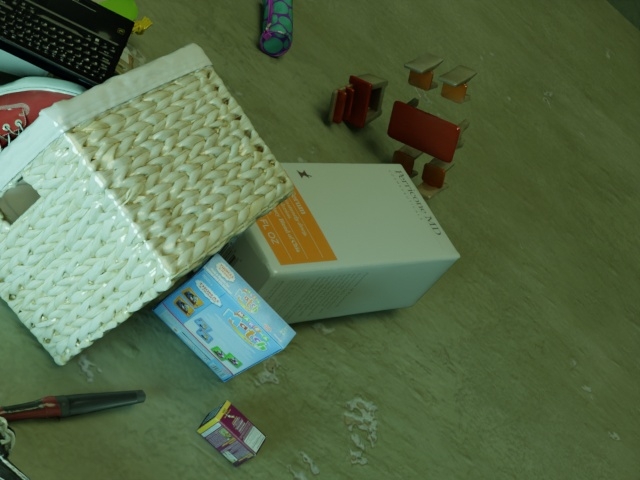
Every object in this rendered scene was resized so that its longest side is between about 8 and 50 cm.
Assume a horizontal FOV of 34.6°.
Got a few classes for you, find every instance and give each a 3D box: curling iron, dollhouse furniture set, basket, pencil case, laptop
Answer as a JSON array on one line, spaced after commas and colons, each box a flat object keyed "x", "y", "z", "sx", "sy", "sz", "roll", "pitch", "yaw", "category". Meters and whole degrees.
[{"x": -0.351, "y": 0.234, "z": 1.359, "sx": 0.274, "sy": 0.035, "sz": 0.068, "roll": -9, "pitch": 71, "yaw": -45, "category": "curling iron"}, {"x": 0.160, "y": -0.238, "z": 2.053, "sx": 0.259, "sy": 0.262, "sz": 0.135, "roll": 26, "pitch": 35, "yaw": 24, "category": "dollhouse furniture set"}, {"x": -0.273, "y": -0.053, "z": 1.431, "sx": 0.266, "sy": 0.328, "sz": 0.331, "roll": 53, "pitch": 39, "yaw": -4, "category": "basket"}, {"x": -0.090, "y": -0.451, "z": 2.102, "sx": 0.070, "sy": 0.065, "sz": 0.151, "roll": 48, "pitch": 31, "yaw": -45, "category": "pencil case"}, {"x": -0.393, "y": -0.321, "z": 1.493, "sx": 0.234, "sy": 0.136, "sz": 0.264, "roll": 26, "pitch": 51, "yaw": -17, "category": "laptop"}]

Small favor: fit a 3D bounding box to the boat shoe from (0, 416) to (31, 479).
[{"x": -0.414, "y": 0.244, "z": 1.206, "sx": 0.306, "sy": 0.113, "sz": 0.105, "roll": 30, "pitch": 59, "yaw": 1, "category": "boat shoe"}]

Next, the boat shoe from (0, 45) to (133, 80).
[{"x": -0.421, "y": -0.293, "z": 1.634, "sx": 0.302, "sy": 0.113, "sz": 0.103, "roll": -5, "pitch": 59, "yaw": -46, "category": "boat shoe"}]

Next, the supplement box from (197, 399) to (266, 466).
[{"x": -0.130, "y": 0.284, "z": 1.511, "sx": 0.083, "sy": 0.055, "sz": 0.043, "roll": 45, "pitch": 40, "yaw": -8, "category": "supplement box"}]

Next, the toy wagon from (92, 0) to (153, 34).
[{"x": -0.432, "y": -0.487, "z": 1.808, "sx": 0.344, "sy": 0.068, "sz": 0.267, "roll": 53, "pitch": 40, "yaw": 1, "category": "toy wagon"}]

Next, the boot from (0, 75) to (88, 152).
[{"x": -0.443, "y": -0.139, "z": 1.448, "sx": 0.244, "sy": 0.088, "sz": 0.176, "roll": -4, "pitch": 56, "yaw": 2, "category": "boot"}]

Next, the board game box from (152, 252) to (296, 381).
[{"x": -0.145, "y": 0.118, "z": 1.500, "sx": 0.160, "sy": 0.211, "sz": 0.039, "roll": 46, "pitch": 56, "yaw": -6, "category": "board game box"}]

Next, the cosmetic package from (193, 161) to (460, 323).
[{"x": 0.000, "y": 0.000, "z": 1.743, "sx": 0.453, "sy": 0.161, "sz": 0.230, "roll": -4, "pitch": 55, "yaw": -46, "category": "cosmetic package"}]
